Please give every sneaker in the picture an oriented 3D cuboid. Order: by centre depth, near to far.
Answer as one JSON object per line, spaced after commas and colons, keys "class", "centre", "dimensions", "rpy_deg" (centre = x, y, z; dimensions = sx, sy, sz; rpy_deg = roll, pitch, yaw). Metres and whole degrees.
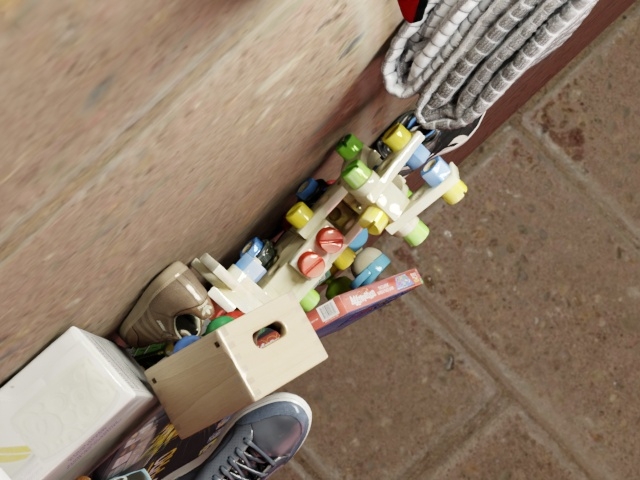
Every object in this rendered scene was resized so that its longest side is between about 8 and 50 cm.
{"class": "sneaker", "centre": [-0.093, 0.273, 1.411], "dimensions": [0.226, 0.086, 0.163], "rpy_deg": [-42, -159, 16]}
{"class": "sneaker", "centre": [-0.168, 0.091, 1.462], "dimensions": [0.066, 0.071, 0.188], "rpy_deg": [-40, 174, -29]}
{"class": "sneaker", "centre": [0.166, -0.163, 1.856], "dimensions": [0.217, 0.079, 0.121], "rpy_deg": [-40, 175, -17]}

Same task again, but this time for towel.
{"class": "towel", "centre": [0.210, -0.248, 1.312], "dimensions": [0.235, 0.121, 0.284], "rpy_deg": [-39, 173, -46]}

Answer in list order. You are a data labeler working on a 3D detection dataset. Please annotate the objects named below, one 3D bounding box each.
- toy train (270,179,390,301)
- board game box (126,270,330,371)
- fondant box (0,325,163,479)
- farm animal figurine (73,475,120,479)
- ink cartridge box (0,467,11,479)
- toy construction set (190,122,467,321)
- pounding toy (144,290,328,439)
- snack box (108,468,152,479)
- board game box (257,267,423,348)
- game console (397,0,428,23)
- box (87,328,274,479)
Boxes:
{"class": "toy train", "centre": [-0.006, 0.038, 1.836], "dimensions": [0.105, 0.143, 0.248], "rpy_deg": [-38, 173, -36]}
{"class": "board game box", "centre": [-0.118, 0.093, 1.684], "dimensions": [0.136, 0.030, 0.259], "rpy_deg": [9, -145, 40]}
{"class": "fondant box", "centre": [-0.289, 0.210, 1.392], "dimensions": [0.238, 0.096, 0.330], "rpy_deg": [-42, 174, -5]}
{"class": "farm animal figurine", "centre": [-0.284, 0.390, 1.398], "dimensions": [0.330, 0.172, 0.327], "rpy_deg": [128, -29, -64]}
{"class": "ink cartridge box", "centre": [-0.277, 0.151, 0.605], "dimensions": [0.232, 0.171, 0.168], "rpy_deg": [-43, 175, -4]}
{"class": "toy construction set", "centre": [0.000, 0.000, 1.554], "dimensions": [0.327, 0.151, 0.215], "rpy_deg": [-34, -162, -9]}
{"class": "pounding toy", "centre": [-0.099, 0.132, 1.436], "dimensions": [0.206, 0.094, 0.181], "rpy_deg": [-31, 177, 40]}
{"class": "snack box", "centre": [-0.373, 0.398, 1.705], "dimensions": [0.322, 0.060, 0.187], "rpy_deg": [-10, 149, -50]}
{"class": "board game box", "centre": [0.023, 0.093, 1.688], "dimensions": [0.145, 0.027, 0.281], "rpy_deg": [-29, 174, 22]}
{"class": "game console", "centre": [0.079, -0.217, 0.818], "dimensions": [0.085, 0.124, 0.144], "rpy_deg": [-16, 172, -3]}
{"class": "box", "centre": [-0.238, 0.266, 1.907], "dimensions": [0.318, 0.097, 0.395], "rpy_deg": [-28, 160, -40]}
